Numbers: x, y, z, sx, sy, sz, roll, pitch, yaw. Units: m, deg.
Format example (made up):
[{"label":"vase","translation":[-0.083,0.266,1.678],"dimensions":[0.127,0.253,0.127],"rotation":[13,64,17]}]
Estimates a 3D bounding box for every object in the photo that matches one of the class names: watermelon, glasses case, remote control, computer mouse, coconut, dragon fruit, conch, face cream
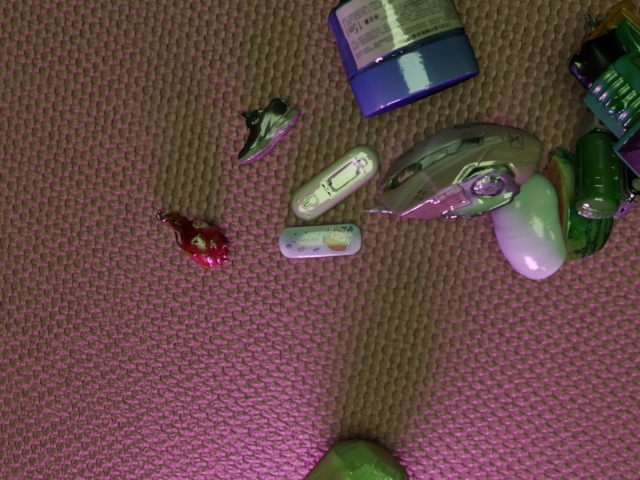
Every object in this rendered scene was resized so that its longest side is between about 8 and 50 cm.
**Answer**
[{"label":"watermelon","translation":[0.542,-0.074,1.797],"dimensions":[0.146,0.128,0.231],"rotation":[2,95,-11]},{"label":"glasses case","translation":[0.000,0.000,1.890],"dimensions":[0.178,0.045,0.067],"rotation":[-4,97,7]},{"label":"remote control","translation":[0.030,-0.120,1.874],"dimensions":[0.221,0.042,0.078],"rotation":[-36,92,9]},{"label":"computer mouse","translation":[0.249,-0.144,1.770],"dimensions":[0.389,0.199,0.115],"rotation":[-17,137,20]},{"label":"coconut","translation":[0.067,0.543,1.872],"dimensions":[0.204,0.236,0.236],"rotation":[40,102,36]},{"label":"dragon fruit","translation":[-0.280,-0.015,1.899],"dimensions":[0.190,0.094,0.094],"rotation":[36,100,10]},{"label":"conch","translation":[0.411,-0.030,1.775],"dimensions":[0.121,0.185,0.221],"rotation":[-4,63,-8]},{"label":"face cream","translation":[0.160,-0.386,1.724],"dimensions":[0.249,0.249,0.225],"rotation":[-19,93,9]}]

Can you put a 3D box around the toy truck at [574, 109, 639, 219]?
[{"label":"toy truck","translation":[0.559,-0.150,1.724],"dimensions":[0.125,0.101,0.242],"rotation":[12,63,-5]}]

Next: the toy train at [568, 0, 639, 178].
[{"label":"toy train","translation":[0.607,-0.255,1.614],"dimensions":[0.429,0.249,0.178],"rotation":[51,143,15]}]

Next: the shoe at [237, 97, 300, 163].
[{"label":"shoe","translation":[-0.129,-0.241,1.868],"dimensions":[0.169,0.071,0.099],"rotation":[-44,87,6]}]
